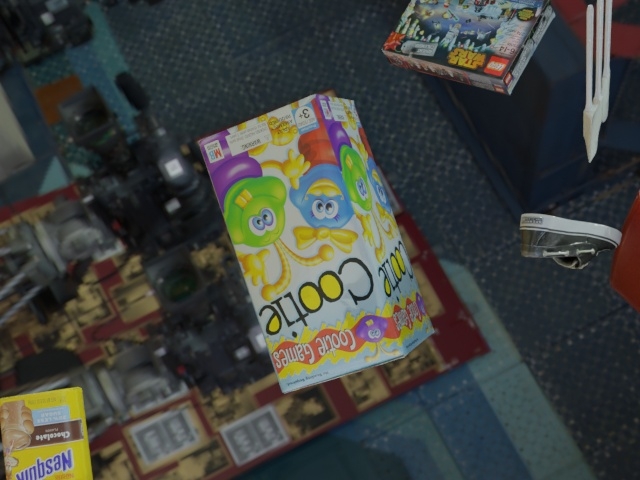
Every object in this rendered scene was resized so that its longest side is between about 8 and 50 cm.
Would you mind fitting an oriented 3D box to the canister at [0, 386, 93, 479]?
[{"bbox_3d":[-0.392,0.302,1.428,0.073,0.126,0.169,55,26,-83],"label":"canister"}]

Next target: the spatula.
[{"bbox_3d":[0.414,-0.254,1.475,0.019,0.168,0.242,10,-53,26],"label":"spatula"}]

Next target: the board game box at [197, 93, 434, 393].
[{"bbox_3d":[0.000,0.000,1.066,0.275,0.142,0.144,71,19,1],"label":"board game box"}]

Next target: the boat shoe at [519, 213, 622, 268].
[{"bbox_3d":[0.367,0.006,1.477,0.078,0.219,0.070,5,-92,50],"label":"boat shoe"}]

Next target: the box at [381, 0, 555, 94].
[{"bbox_3d":[0.138,-0.196,0.940,0.137,0.094,0.027,22,-14,34],"label":"box"}]

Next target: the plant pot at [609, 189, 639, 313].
[{"bbox_3d":[0.626,0.025,1.604,0.267,0.267,0.235,46,-33,18],"label":"plant pot"}]
